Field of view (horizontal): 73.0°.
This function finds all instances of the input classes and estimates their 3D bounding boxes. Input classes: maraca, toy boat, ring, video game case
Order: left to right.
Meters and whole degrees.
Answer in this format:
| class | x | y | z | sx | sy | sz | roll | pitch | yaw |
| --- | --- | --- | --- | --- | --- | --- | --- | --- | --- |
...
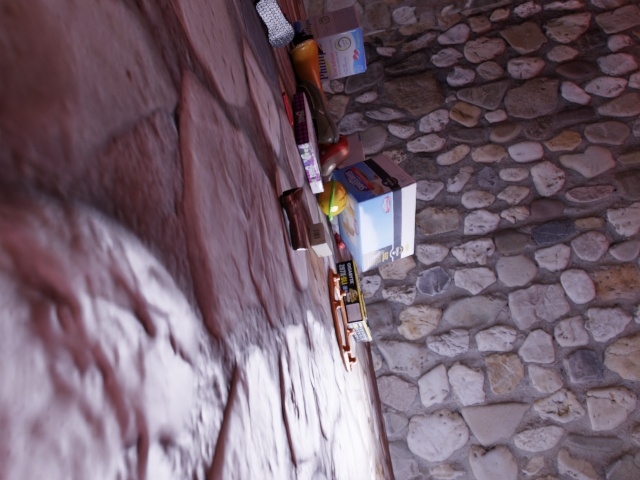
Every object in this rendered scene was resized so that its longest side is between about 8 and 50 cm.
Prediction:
| class | x | y | z | sx | sy | sz | roll | pitch | yaw |
| --- | --- | --- | --- | --- | --- | --- | --- | --- | --- |
| video game case | -0.036 | -0.300 | 1.333 | 0.210 | 0.042 | 0.232 | 70 | 11 | -55 |
| toy boat | 0.018 | -0.347 | 1.611 | 0.151 | 0.151 | 0.231 | 44 | 19 | -19 |
| maraca | 0.041 | -0.138 | 1.492 | 0.185 | 0.099 | 0.127 | 87 | 13 | -74 |
| ring | 0.075 | 0.254 | 1.401 | 0.336 | 0.032 | 0.336 | -11 | 90 | -84 |

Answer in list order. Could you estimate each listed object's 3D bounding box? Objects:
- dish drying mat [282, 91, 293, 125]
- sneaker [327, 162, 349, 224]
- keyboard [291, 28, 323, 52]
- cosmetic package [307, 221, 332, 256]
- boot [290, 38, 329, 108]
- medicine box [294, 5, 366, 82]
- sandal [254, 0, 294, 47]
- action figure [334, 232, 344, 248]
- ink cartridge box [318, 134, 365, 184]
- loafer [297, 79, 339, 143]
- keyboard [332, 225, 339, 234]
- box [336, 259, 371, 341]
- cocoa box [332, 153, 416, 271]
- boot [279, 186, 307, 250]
| class | x | y | z | sx | sy | sz | roll | pitch | yaw |
| --- | --- | --- | --- | --- | --- | --- | --- | --- | --- |
| dish drying mat | -0.085 | -0.346 | 1.138 | 0.032 | 0.008 | 0.083 | -94 | 170 | -55 |
| sneaker | 0.056 | -0.176 | 1.707 | 0.091 | 0.094 | 0.258 | -28 | 129 | -49 |
| keyboard | -0.066 | -0.731 | 1.612 | 0.100 | 0.038 | 0.192 | 47 | -7 | -33 |
| cosmetic package | 0.000 | 0.000 | 1.135 | 0.115 | 0.041 | 0.060 | 62 | 18 | -70 |
| boot | -0.024 | -0.580 | 1.572 | 0.295 | 0.104 | 0.211 | -134 | -159 | -87 |
| medicine box | 0.049 | -0.898 | 2.014 | 0.263 | 0.289 | 0.149 | 64 | 13 | -65 |
| sandal | -0.108 | -0.519 | 1.011 | 0.179 | 0.067 | 0.040 | 44 | 23 | -74 |
| action figure | 0.132 | -0.038 | 1.975 | 0.280 | 0.139 | 0.091 | -78 | 154 | -68 |
| ink cartridge box | 0.113 | -0.302 | 1.947 | 0.198 | 0.197 | 0.270 | -90 | 167 | -59 |
| loafer | -0.023 | -0.442 | 1.499 | 0.251 | 0.087 | 0.094 | 63 | -14 | 11 |
| keyboard | 0.151 | -0.119 | 1.808 | 0.072 | 0.256 | 0.014 | 44 | 24 | 5 |
| box | 0.142 | 0.257 | 1.781 | 0.322 | 0.079 | 0.257 | 66 | 12 | -62 |
| cocoa box | 0.201 | -0.100 | 1.625 | 0.231 | 0.228 | 0.347 | -122 | -163 | -45 |
| boot | -0.044 | -0.042 | 0.841 | 0.106 | 0.037 | 0.114 | -51 | 128 | -65 |
